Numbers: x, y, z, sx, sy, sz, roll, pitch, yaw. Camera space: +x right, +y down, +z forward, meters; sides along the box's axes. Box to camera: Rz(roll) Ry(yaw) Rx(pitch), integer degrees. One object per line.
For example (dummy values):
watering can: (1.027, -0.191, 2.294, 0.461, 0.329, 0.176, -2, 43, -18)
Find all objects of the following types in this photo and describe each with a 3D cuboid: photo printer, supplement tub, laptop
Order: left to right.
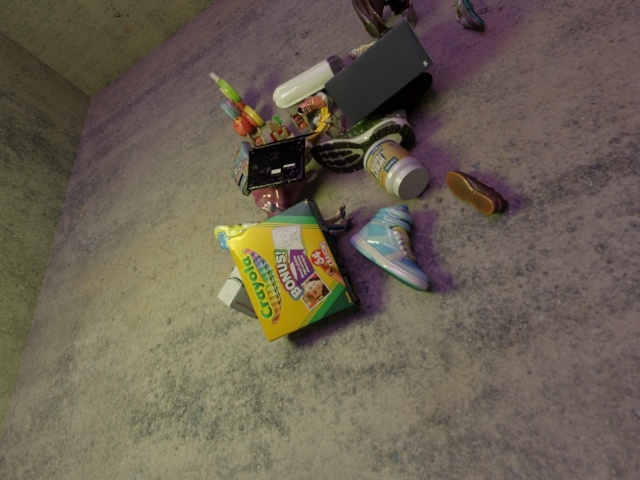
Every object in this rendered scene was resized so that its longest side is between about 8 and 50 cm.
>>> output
laptop: (-0.136, -0.300, 1.625, 0.234, 0.136, 0.264, -8, 71, 23)
photo printer: (-0.056, -0.682, 1.896, 0.307, 0.107, 0.256, -21, 20, 23)
supplement tub: (0.253, -0.237, 1.459, 0.144, 0.144, 0.199, -44, 48, 6)

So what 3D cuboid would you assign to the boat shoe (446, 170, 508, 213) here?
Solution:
boat shoe: (0.470, -0.148, 1.314, 0.073, 0.073, 0.207, -19, 48, -22)

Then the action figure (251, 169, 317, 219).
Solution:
action figure: (-0.154, -0.092, 1.675, 0.248, 0.276, 0.370, -26, 69, 49)

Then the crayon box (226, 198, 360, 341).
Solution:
crayon box: (-0.091, 0.098, 1.411, 0.313, 0.106, 0.363, -26, 82, 14)

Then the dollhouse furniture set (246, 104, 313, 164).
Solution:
dollhouse furniture set: (-0.150, -0.422, 1.863, 0.262, 0.135, 0.259, -30, 44, 1)

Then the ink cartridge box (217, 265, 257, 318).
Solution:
ink cartridge box: (-0.252, 0.157, 1.579, 0.087, 0.153, 0.208, 22, 77, 42)

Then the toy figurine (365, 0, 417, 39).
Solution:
toy figurine: (0.286, -0.965, 1.857, 0.213, 0.148, 0.209, -35, 49, 13)

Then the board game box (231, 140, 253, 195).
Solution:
board game box: (-0.324, -0.305, 1.912, 0.194, 0.060, 0.194, 53, 124, 43)

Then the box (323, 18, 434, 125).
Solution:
box: (0.198, -0.603, 1.594, 0.343, 0.179, 0.312, -36, 15, 12)

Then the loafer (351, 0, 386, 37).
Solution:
loafer: (0.199, -0.966, 1.744, 0.130, 0.134, 0.366, -26, 58, 21)

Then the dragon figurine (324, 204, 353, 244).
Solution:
dragon figurine: (0.000, 0.000, 1.538, 0.289, 0.144, 0.085, -58, 47, 19)

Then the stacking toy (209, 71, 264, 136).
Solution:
stacking toy: (-0.440, -0.644, 2.097, 0.130, 0.279, 0.309, -47, 44, 2)

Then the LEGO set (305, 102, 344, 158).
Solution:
LEGO set: (0.021, -0.436, 1.761, 0.132, 0.107, 0.287, -12, 53, 46)

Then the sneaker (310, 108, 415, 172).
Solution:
sneaker: (0.157, -0.384, 1.638, 0.410, 0.158, 0.182, -10, 44, 25)

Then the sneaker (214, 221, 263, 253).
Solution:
sneaker: (-0.317, -0.011, 1.786, 0.240, 0.091, 0.126, -4, 94, 20)

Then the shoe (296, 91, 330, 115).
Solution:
shoe: (-0.033, -0.542, 1.750, 0.081, 0.063, 0.178, -44, 26, -13)

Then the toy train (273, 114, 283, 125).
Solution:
toy train: (-0.180, -0.511, 1.848, 0.024, 0.017, 0.083, -24, 43, -9)

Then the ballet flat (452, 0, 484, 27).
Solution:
ballet flat: (0.563, -0.859, 1.668, 0.068, 0.072, 0.213, -47, 40, 41)

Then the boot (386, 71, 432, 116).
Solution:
boot: (0.330, -0.543, 1.651, 0.219, 0.082, 0.106, -45, 20, 20)

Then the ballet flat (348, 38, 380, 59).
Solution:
ballet flat: (0.223, -0.802, 1.856, 0.241, 0.091, 0.077, -6, 86, 37)

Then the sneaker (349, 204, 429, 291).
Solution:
sneaker: (0.248, 0.003, 1.338, 0.208, 0.127, 0.319, -52, 48, 0)
